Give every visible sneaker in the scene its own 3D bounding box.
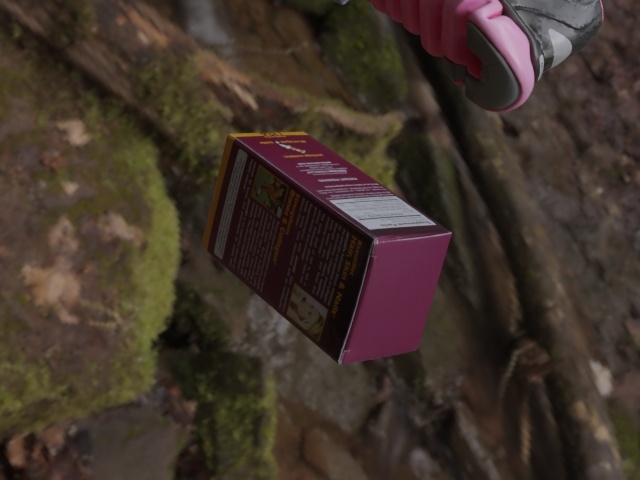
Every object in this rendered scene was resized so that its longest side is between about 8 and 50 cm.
[{"bbox_3d":[0.046,-0.095,0.435,0.119,0.057,0.047,51,-14,27],"label":"sneaker"}]

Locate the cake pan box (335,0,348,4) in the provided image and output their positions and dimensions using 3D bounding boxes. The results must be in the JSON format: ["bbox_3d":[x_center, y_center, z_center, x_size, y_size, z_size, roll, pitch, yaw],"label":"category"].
[{"bbox_3d":[-0.061,-0.260,0.583,0.267,0.070,0.246,43,-15,28],"label":"cake pan box"}]

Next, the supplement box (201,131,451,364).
[{"bbox_3d":[0.000,0.000,1.001,0.081,0.104,0.188,-6,31,-40],"label":"supplement box"}]
